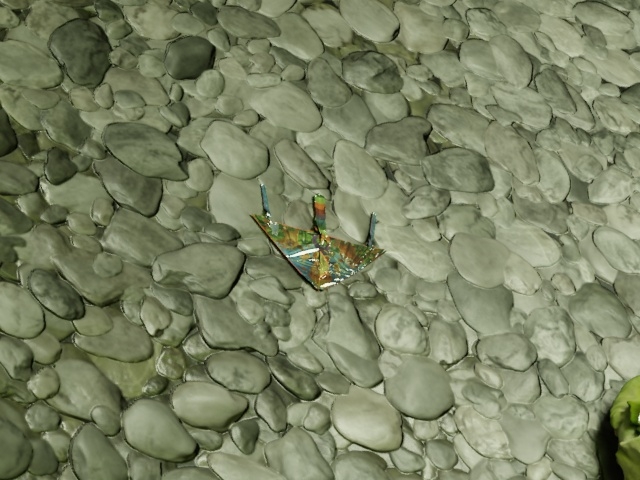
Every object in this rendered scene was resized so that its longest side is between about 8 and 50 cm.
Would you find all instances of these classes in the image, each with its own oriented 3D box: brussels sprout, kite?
[{"bbox_3d":[0.425,0.233,1.916,0.139,0.100,0.181,55,33,-2],"label":"brussels sprout"},{"bbox_3d":[0.000,0.000,1.950,0.183,0.010,0.160,14,47,-15],"label":"kite"}]
